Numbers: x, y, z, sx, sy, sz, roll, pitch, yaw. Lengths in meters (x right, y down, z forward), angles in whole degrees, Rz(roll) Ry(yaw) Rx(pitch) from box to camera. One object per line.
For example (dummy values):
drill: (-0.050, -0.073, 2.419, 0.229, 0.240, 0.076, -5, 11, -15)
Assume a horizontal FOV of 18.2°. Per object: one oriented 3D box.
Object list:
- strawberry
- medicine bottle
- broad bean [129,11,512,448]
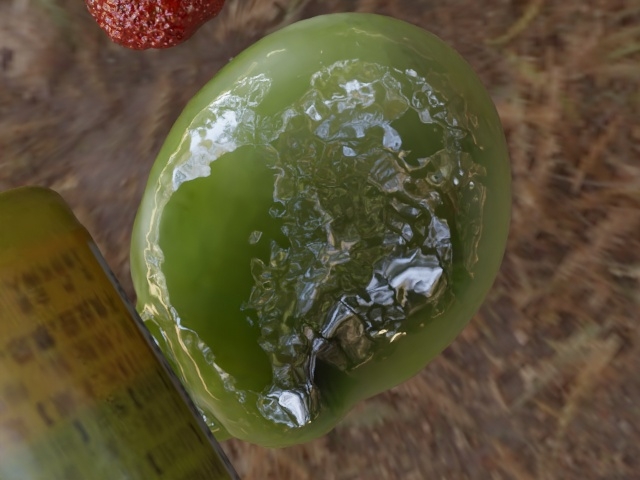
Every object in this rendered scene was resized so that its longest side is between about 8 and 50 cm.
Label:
strawberry: (-0.111, -0.173, 1.292, 0.106, 0.106, 0.106, 0, 95, -3)
medicine bottle: (-0.130, 0.185, 0.998, 0.224, 0.224, 0.384, -32, 91, 1)
broad bean: (0.000, 0.000, 1.217, 0.238, 0.119, 0.291, 13, 111, -25)
